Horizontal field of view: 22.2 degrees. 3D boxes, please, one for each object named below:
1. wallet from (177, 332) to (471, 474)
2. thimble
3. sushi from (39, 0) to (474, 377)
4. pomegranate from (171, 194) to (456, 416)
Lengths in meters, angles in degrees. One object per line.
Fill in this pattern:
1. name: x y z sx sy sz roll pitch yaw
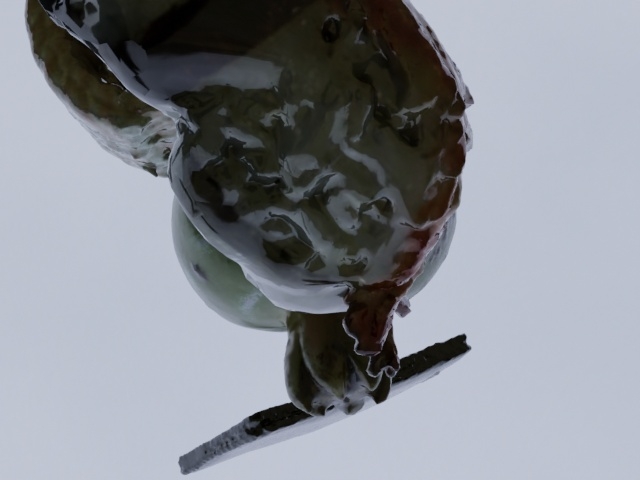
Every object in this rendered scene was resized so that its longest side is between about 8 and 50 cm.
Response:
1. wallet: 0.008 0.135 1.325 0.244 0.124 0.025 -17 -102 -41
2. thimble: -0.158 -0.187 1.505 0.196 0.148 0.229 -29 -114 1
3. sushi: -0.038 -0.096 0.660 0.332 0.130 0.124 51 -161 -14
4. pomegranate: 0.000 0.000 1.105 0.202 0.202 0.248 -7 -117 -11
